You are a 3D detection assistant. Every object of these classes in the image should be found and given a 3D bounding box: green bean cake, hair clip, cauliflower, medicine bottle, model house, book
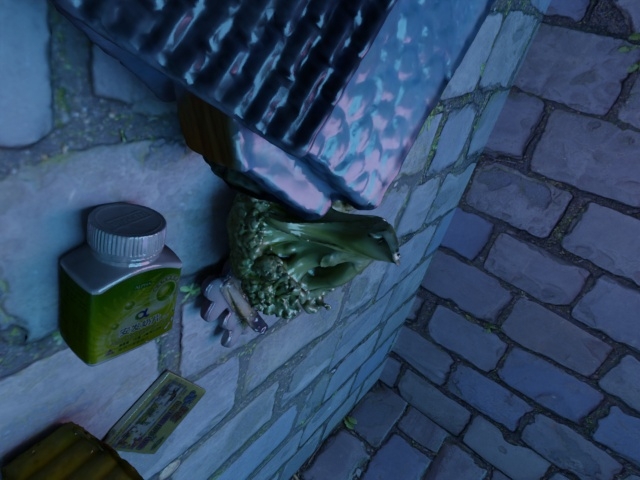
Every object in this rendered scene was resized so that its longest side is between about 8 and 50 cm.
[{"bbox_3d":[-0.348,0.412,0.623,0.131,0.230,0.223,-41,153,-45],"label":"green bean cake"},{"bbox_3d":[-0.166,0.129,0.818,0.146,0.075,0.256,-49,147,-24],"label":"hair clip"},{"bbox_3d":[-0.013,-0.010,0.708,0.260,0.282,0.326,-86,168,-53],"label":"cauliflower"},{"bbox_3d":[-0.259,0.053,0.536,0.132,0.088,0.188,-21,137,-51],"label":"medicine bottle"},{"bbox_3d":[-0.060,-0.239,0.374,0.359,0.298,0.339,-59,147,1],"label":"model house"},{"bbox_3d":[-0.331,0.357,0.837,0.168,0.013,0.192,-49,154,-19],"label":"book"}]
